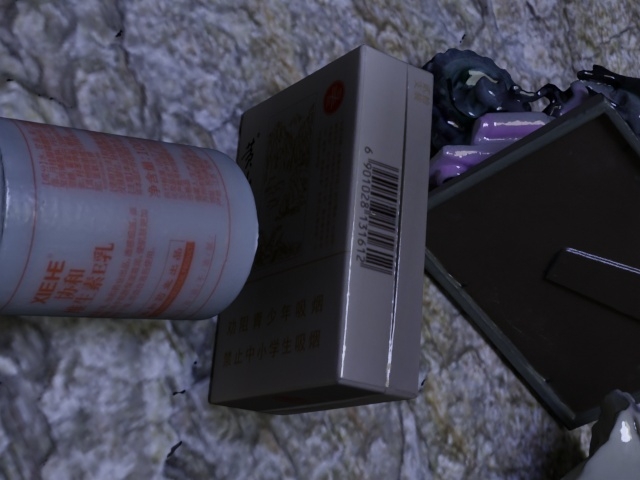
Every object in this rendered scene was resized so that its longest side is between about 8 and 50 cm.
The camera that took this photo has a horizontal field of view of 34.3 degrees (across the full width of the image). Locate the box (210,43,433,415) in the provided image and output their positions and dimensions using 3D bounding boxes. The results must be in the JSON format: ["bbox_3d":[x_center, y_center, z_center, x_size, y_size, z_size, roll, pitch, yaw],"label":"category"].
[{"bbox_3d":[0.000,0.000,0.628,0.058,0.141,0.201,16,68,-33],"label":"box"}]

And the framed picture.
[{"bbox_3d":[0.197,0.031,0.769,0.260,0.189,0.023,46,31,-23],"label":"framed picture"}]

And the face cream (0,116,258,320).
[{"bbox_3d":[-0.158,-0.012,0.518,0.252,0.101,0.101,5,76,-41],"label":"face cream"}]

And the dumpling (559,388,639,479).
[{"bbox_3d":[0.229,0.248,0.777,0.193,0.147,0.258,74,15,-61],"label":"dumpling"}]

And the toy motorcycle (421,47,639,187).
[{"bbox_3d":[0.219,-0.038,0.819,0.327,0.143,0.188,16,54,-22],"label":"toy motorcycle"}]
